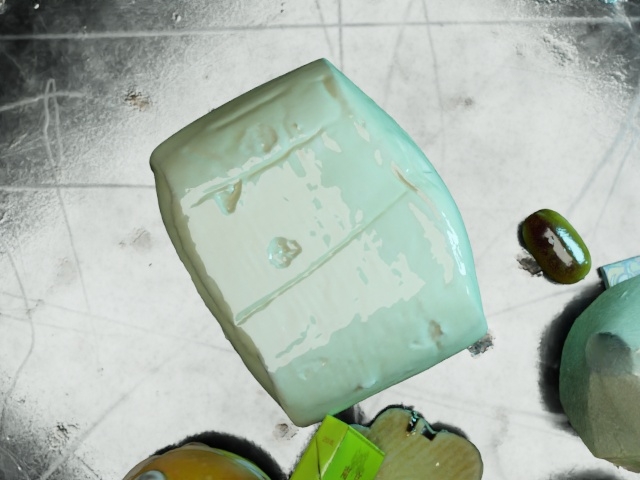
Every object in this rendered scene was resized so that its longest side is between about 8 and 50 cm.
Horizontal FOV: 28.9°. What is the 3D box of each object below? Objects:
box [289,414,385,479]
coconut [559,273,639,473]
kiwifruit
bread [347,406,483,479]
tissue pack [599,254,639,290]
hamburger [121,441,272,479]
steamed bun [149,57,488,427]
[{"bbox_3d":[-0.029,0.412,1.699,0.047,0.187,0.335,24,78,27],"label":"box"},{"bbox_3d":[0.485,0.193,1.707,0.309,0.297,0.298,18,88,-30],"label":"coconut"},{"bbox_3d":[0.351,0.010,1.845,0.075,0.075,0.124,-39,82,0],"label":"kiwifruit"},{"bbox_3d":[0.109,0.395,1.788,0.315,0.054,0.316,-9,63,17],"label":"bread"},{"bbox_3d":[0.467,0.057,1.857,0.083,0.035,0.063,-16,86,0],"label":"tissue pack"},{"bbox_3d":[-0.179,0.423,1.767,0.276,0.237,0.277,0,86,0],"label":"hamburger"},{"bbox_3d":[0.000,0.000,1.756,0.371,0.290,0.456,-28,87,-5],"label":"steamed bun"}]
